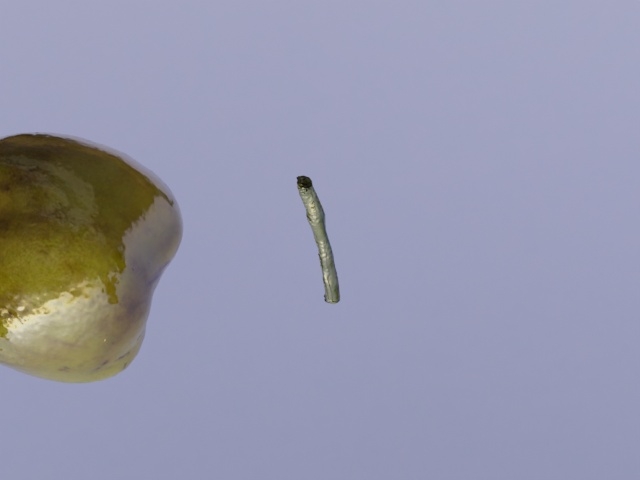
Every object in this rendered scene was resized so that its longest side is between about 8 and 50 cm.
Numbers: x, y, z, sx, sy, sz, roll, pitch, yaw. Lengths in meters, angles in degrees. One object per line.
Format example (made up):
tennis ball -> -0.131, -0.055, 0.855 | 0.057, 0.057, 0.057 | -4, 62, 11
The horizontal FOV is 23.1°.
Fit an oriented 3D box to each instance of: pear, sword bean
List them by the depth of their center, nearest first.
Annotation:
sword bean -> 0.000, 0.000, 0.817 | 0.012, 0.083, 0.012 | -9, -143, 6
pear -> -0.210, 0.013, 1.214 | 0.200, 0.200, 0.200 | -9, -133, 9
